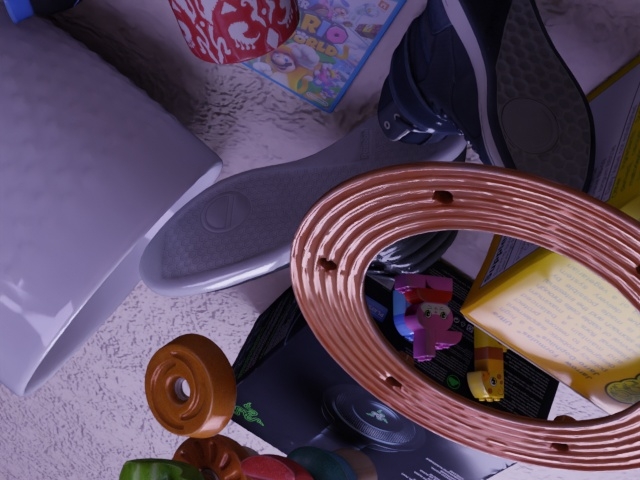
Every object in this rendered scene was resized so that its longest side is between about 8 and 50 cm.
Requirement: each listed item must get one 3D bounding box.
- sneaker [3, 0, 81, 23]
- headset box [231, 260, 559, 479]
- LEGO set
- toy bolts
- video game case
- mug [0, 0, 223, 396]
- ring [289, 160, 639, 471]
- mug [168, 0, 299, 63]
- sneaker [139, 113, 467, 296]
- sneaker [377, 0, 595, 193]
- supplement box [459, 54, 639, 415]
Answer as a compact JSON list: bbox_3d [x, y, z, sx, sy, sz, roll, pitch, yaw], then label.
[{"bbox_3d":[-0.236,-0.283,1.118,0.091,0.081,0.232,-21,133,-9],"label":"sneaker"},{"bbox_3d":[0.060,0.141,1.421,0.246,0.131,0.283,34,144,-10],"label":"headset box"},{"bbox_3d":[0.144,0.092,1.258,0.227,0.093,0.087,8,166,-31],"label":"LEGO set"},{"bbox_3d":[-0.056,0.201,1.388,0.229,0.158,0.218,14,103,35],"label":"toy bolts"},{"bbox_3d":[-0.011,-0.181,1.161,0.119,0.015,0.166,30,144,-5],"label":"video game case"},{"bbox_3d":[-0.300,-0.066,1.301,0.328,0.276,0.374,40,173,0],"label":"mug"},{"bbox_3d":[0.137,0.058,1.025,0.337,0.032,0.336,16,143,13],"label":"ring"},{"bbox_3d":[-0.081,-0.236,1.069,0.113,0.150,0.169,-17,131,3],"label":"mug"},{"bbox_3d":[0.000,0.000,1.202,0.296,0.104,0.147,-26,141,-6],"label":"sneaker"},{"bbox_3d":[0.117,-0.085,1.056,0.086,0.226,0.163,-2,152,-23],"label":"sneaker"},{"bbox_3d":[0.294,-0.032,1.007,0.195,0.194,0.356,34,144,-11],"label":"supplement box"}]
